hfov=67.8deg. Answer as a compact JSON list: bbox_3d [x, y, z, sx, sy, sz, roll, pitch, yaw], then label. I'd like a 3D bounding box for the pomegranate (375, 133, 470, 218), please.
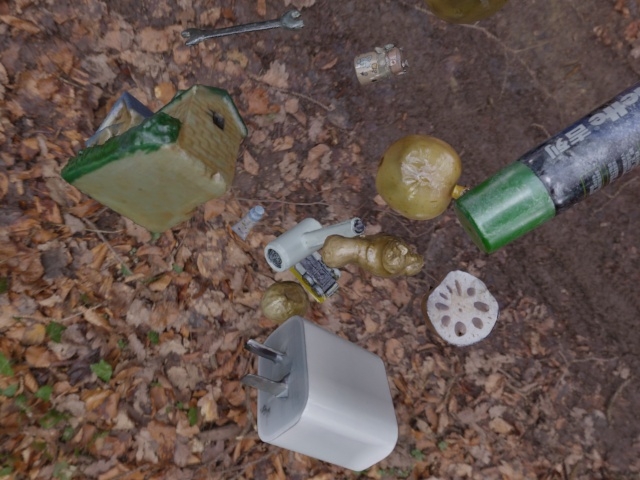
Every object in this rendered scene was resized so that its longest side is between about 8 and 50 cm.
[{"bbox_3d":[0.356,-0.220,1.652,0.318,0.319,0.320,-1,95,-14],"label":"pomegranate"}]

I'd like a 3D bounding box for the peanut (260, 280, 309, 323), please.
[{"bbox_3d":[-0.089,0.152,1.158,0.120,0.236,0.110,9,86,7],"label":"peanut"}]

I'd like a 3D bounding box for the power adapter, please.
[{"bbox_3d":[-0.014,0.228,0.744,0.255,0.187,0.124,33,119,-29],"label":"power adapter"}]

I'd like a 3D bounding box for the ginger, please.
[{"bbox_3d":[0.080,0.020,0.655,0.132,0.214,0.059,4,89,21],"label":"ginger"}]

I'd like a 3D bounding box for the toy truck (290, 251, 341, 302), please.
[{"bbox_3d":[-0.038,0.079,1.381,0.098,0.114,0.227,-43,94,-20],"label":"toy truck"}]

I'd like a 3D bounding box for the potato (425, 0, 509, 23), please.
[{"bbox_3d":[0.329,-0.564,0.977,0.238,0.299,0.116,2,56,0],"label":"potato"}]

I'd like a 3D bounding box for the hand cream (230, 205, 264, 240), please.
[{"bbox_3d":[-0.233,-0.058,1.532,0.065,0.170,0.043,45,45,-6],"label":"hand cream"}]

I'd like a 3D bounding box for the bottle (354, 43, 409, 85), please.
[{"bbox_3d":[0.182,-0.519,1.398,0.152,0.099,0.099,-7,99,25],"label":"bottle"}]

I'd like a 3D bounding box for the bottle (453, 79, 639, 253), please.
[{"bbox_3d":[0.335,-0.103,0.617,0.330,0.093,0.093,-33,102,6],"label":"bottle"}]

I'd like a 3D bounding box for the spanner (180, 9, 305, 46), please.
[{"bbox_3d":[-0.156,-0.417,0.940,0.254,0.015,0.054,-6,62,7],"label":"spanner"}]

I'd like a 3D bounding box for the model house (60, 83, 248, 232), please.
[{"bbox_3d":[-0.428,-0.270,1.322,0.334,0.381,0.343,39,45,-43],"label":"model house"}]

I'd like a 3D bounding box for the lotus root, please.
[{"bbox_3d":[0.464,0.237,1.671,0.271,0.192,0.272,1,84,-12],"label":"lotus root"}]

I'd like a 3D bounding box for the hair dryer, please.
[{"bbox_3d":[0.000,0.000,0.953,0.131,0.236,0.073,-35,106,-38],"label":"hair dryer"}]
